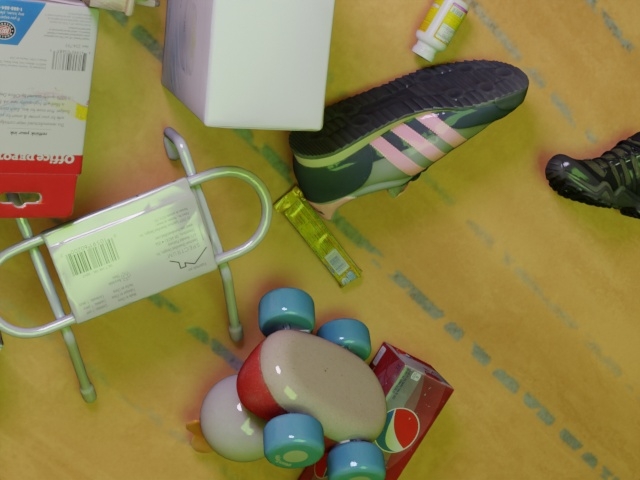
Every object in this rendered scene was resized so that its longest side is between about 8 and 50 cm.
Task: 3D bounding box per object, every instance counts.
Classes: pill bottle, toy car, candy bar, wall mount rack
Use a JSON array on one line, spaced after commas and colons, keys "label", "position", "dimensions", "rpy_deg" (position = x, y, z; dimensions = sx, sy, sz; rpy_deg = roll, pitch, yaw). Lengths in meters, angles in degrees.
[{"label": "pill bottle", "position": [0.147, -0.264, 1.544], "dimensions": [0.043, 0.043, 0.083], "rpy_deg": [28, 97, -26]}, {"label": "toy car", "position": [-0.060, 0.222, 1.584], "dimensions": [0.238, 0.219, 0.210], "rpy_deg": [-32, 136, 32]}, {"label": "candy bar", "position": [0.000, 0.000, 1.596], "dimensions": [0.040, 0.018, 0.161], "rpy_deg": [-39, 117, 0]}, {"label": "wall mount rack", "position": [-0.219, 0.043, 1.476], "dimensions": [0.350, 0.130, 0.304], "rpy_deg": [-21, 111, -12]}]

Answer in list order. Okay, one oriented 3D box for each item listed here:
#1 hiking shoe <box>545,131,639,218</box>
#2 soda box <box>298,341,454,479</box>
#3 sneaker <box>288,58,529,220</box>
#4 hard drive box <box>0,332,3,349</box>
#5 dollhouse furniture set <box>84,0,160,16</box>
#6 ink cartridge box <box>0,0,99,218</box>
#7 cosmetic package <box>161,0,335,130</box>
[{"label": "hiking shoe", "position": [0.401, -0.098, 1.688], "dimensions": [0.226, 0.086, 0.114], "rpy_deg": [15, 89, -30]}, {"label": "soda box", "position": [0.066, 0.277, 1.681], "dimensions": [0.092, 0.083, 0.263], "rpy_deg": [29, 97, -26]}, {"label": "sneaker", "position": [0.114, -0.128, 1.560], "dimensions": [0.318, 0.112, 0.131], "rpy_deg": [-19, 131, -11]}, {"label": "hard drive box", "position": [-0.510, 0.120, 1.407], "dimensions": [0.232, 0.089, 0.181], "rpy_deg": [32, 95, -27]}, {"label": "dollhouse furniture set", "position": [-0.194, -0.340, 1.323], "dimensions": [0.101, 0.161, 0.182], "rpy_deg": [6, 107, -22]}, {"label": "ink cartridge box", "position": [-0.321, -0.144, 1.315], "dimensions": [0.134, 0.078, 0.231], "rpy_deg": [-1, 109, -35]}, {"label": "cosmetic package", "position": [-0.082, -0.254, 1.360], "dimensions": [0.138, 0.224, 0.224], "rpy_deg": [0, 108, -21]}]
